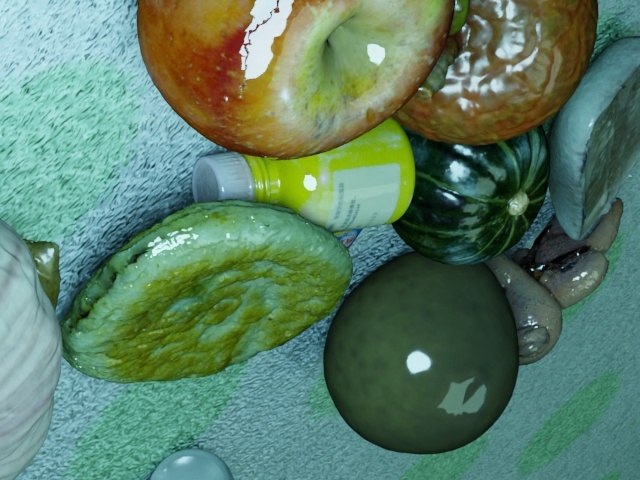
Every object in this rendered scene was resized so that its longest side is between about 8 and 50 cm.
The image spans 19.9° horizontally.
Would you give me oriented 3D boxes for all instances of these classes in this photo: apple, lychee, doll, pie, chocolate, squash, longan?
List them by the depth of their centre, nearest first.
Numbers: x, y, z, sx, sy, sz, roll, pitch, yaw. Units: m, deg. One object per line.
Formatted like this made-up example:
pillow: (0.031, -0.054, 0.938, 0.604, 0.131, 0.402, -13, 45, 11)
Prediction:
apple: (-0.024, -0.203, 1.511, 0.272, 0.206, 0.251, -48, 145, 4)
lychee: (0.139, -0.214, 1.705, 0.300, 0.255, 0.255, -29, 154, -52)
pie: (-0.115, 0.055, 1.832, 0.323, 0.070, 0.323, -15, 154, -8)
squash: (0.161, -0.076, 2.038, 0.218, 0.172, 0.218, -29, 147, -22)
longan: (0.126, 0.139, 2.273, 0.258, 0.258, 0.258, -35, 155, -19)
chocolate: (0.351, -0.138, 2.323, 0.185, 0.100, 0.303, -48, 161, -17)
doll: (0.289, 0.032, 2.492, 0.303, 0.156, 0.201, -56, -158, -21)

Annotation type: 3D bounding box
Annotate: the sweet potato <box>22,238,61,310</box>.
sweet potato: (-0.397, 0.131, 1.590, 0.423, 0.130, 0.130, -33, 155, -3)

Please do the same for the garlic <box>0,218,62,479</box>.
garlic: (-0.350, 0.079, 1.381, 0.318, 0.259, 0.317, -4, 129, -5)

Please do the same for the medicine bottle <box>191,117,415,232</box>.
medicine bottle: (-0.021, -0.063, 1.843, 0.213, 0.122, 0.122, -9, 141, -29)

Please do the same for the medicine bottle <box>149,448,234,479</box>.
medicine bottle: (-0.153, 0.388, 2.393, 0.110, 0.110, 0.352, -36, 155, -16)

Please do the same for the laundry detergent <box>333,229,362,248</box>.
laundry detergent: (0.000, 0.000, 2.067, 0.097, 0.049, 0.165, -6, 139, -43)
